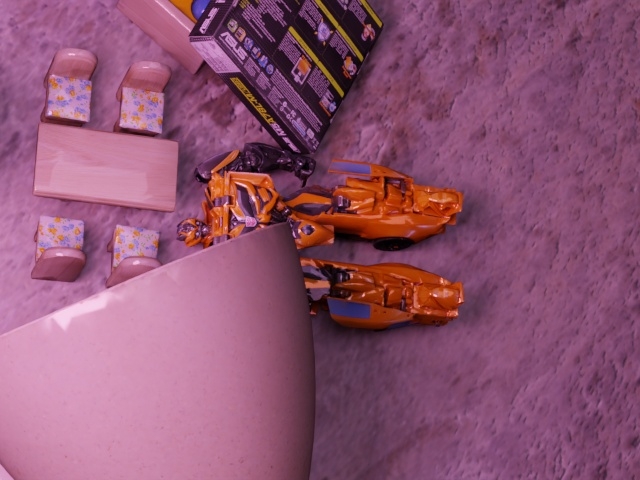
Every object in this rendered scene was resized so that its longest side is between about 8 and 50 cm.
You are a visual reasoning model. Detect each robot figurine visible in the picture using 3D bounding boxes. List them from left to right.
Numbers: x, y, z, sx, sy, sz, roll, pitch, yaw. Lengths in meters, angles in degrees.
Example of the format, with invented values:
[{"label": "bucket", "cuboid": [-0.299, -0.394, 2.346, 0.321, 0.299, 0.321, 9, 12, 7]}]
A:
[{"label": "robot figurine", "cuboid": [0.000, 0.000, 1.636, 0.291, 0.085, 0.211, 6, 71, -17]}]

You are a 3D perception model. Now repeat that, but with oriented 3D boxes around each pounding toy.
[{"label": "pounding toy", "cuboid": [-0.126, -0.278, 1.671, 0.130, 0.100, 0.141, 41, 65, -3]}]

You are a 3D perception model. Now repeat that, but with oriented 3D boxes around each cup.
[{"label": "cup", "cuboid": [-0.134, 0.154, 1.410, 0.331, 0.331, 0.237, -22, 88, -24]}]

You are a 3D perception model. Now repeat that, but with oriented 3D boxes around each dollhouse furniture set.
[{"label": "dollhouse furniture set", "cuboid": [-0.251, -0.084, 1.533, 0.242, 0.161, 0.212, 7, 71, -17]}]

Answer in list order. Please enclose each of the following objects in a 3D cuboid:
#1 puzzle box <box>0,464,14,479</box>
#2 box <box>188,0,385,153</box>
[{"label": "puzzle box", "cuboid": [-0.305, 0.338, 1.441, 0.409, 0.052, 0.272, 27, 67, -9]}, {"label": "box", "cuboid": [-0.030, -0.217, 1.666, 0.190, 0.045, 0.184, 47, 58, -39]}]
